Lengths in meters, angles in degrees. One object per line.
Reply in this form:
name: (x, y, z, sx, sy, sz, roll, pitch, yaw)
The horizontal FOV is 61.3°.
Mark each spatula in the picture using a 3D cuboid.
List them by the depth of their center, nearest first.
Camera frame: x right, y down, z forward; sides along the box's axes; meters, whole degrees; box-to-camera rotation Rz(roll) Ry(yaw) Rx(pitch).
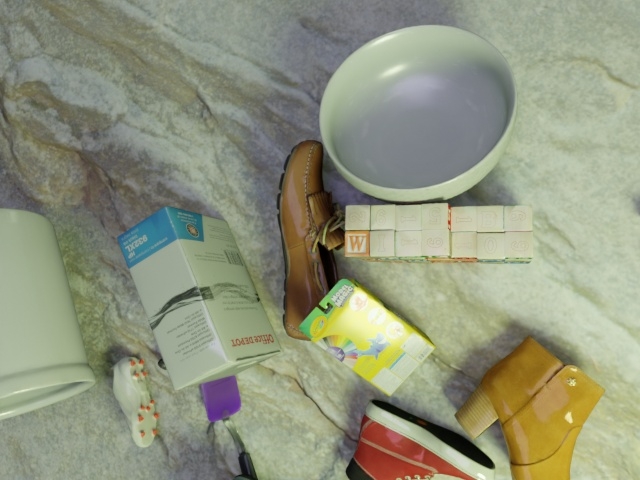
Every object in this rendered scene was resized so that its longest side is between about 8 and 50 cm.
spatula: (-0.166, 0.410, 1.088, 0.084, 0.030, 0.296, -26, 76, 10)

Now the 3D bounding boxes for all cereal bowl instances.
cereal bowl: (0.174, -0.207, 0.963, 0.339, 0.141, 0.338, -7, 66, 16)

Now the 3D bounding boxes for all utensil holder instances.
utensil holder: (-0.691, 0.166, 1.142, 0.328, 0.328, 0.385, -24, 76, 15)

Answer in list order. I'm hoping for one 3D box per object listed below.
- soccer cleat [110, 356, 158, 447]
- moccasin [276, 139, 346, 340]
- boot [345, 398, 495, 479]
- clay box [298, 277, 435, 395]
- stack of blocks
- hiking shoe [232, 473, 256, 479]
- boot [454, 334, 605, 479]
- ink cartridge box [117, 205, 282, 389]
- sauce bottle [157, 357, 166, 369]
soccer cleat: (-0.403, 0.348, 1.162, 0.076, 0.068, 0.196, -26, 69, 20)
moccasin: (-0.001, 0.000, 1.020, 0.147, 0.139, 0.379, -3, 83, 18)
boot: (0.168, 0.410, 0.948, 0.244, 0.088, 0.176, 18, 91, 28)
clay box: (0.080, 0.165, 0.961, 0.222, 0.053, 0.127, 39, 98, -16)
stack of blocks: (0.207, -0.009, 0.933, 0.297, 0.171, 0.087, 0, 84, 18)
hiking shoe: (-0.192, 0.591, 1.009, 0.113, 0.132, 0.303, 17, 103, 22)
boot: (0.386, 0.318, 0.872, 0.211, 0.104, 0.295, -46, 68, 9)
ink cartridge box: (-0.225, 0.109, 1.040, 0.129, 0.223, 0.307, -29, 76, 14)
sauce bottle: (-0.298, 0.221, 1.149, 0.042, 0.042, 0.128, 40, 97, 18)
